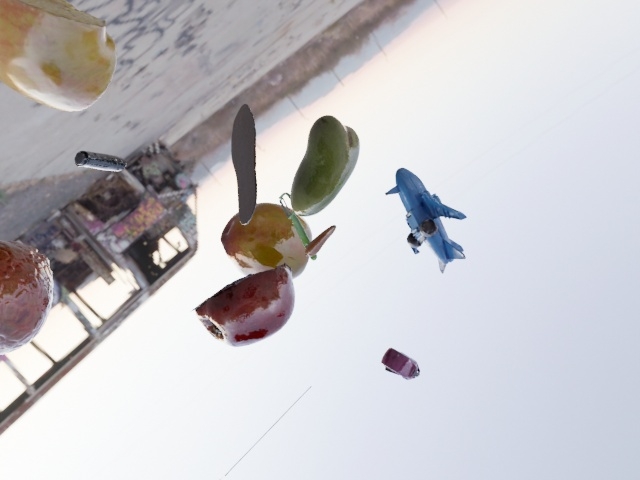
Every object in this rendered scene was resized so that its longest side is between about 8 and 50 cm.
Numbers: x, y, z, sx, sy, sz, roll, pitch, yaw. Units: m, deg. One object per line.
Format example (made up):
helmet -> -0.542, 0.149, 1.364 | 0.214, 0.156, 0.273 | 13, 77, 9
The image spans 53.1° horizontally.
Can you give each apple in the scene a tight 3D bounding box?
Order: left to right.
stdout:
apple -> -0.600, -0.434, 1.383 | 0.252, 0.309, 0.314 | -39, 148, -20

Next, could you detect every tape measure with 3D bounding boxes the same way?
tape measure -> 0.250, 0.388, 1.991 | 0.074, 0.125, 0.118 | -61, 173, -7

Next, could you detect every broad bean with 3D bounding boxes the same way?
broad bean -> 0.011, -0.178, 1.609 | 0.189, 0.121, 0.263 | 28, -82, 54

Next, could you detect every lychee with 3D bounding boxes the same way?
lychee -> -0.667, 0.122, 1.287 | 0.255, 0.255, 0.300 | -28, -147, 39

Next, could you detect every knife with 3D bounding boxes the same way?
knife -> -0.054, -0.042, 1.732 | 0.015, 0.212, 0.054 | -7, 155, -47

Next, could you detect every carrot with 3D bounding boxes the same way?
carrot -> 0.000, 0.000, 1.646 | 0.142, 0.035, 0.035 | -47, -173, 36

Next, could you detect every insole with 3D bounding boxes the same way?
insole -> -0.156, -0.166, 1.318 | 0.111, 0.007, 0.328 | -50, -143, 40

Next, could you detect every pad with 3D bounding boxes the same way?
pad -> -0.178, 0.600, 1.971 | 0.367, 0.007, 0.248 | -41, 171, -28

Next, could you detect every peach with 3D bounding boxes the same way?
peach -> -0.204, 0.215, 2.033 | 0.361, 0.201, 0.257 | -25, 174, -36
peach -> -0.193, 0.008, 2.298 | 0.308, 0.332, 0.308 | -167, -90, -73

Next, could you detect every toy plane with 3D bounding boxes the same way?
toy plane -> 0.249, -0.054, 1.541 | 0.105, 0.271, 0.254 | -31, 172, -24

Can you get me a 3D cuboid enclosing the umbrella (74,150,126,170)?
umbrella -> -0.411, -0.146, 1.193 | 0.036, 0.031, 0.133 | -43, 170, 12
